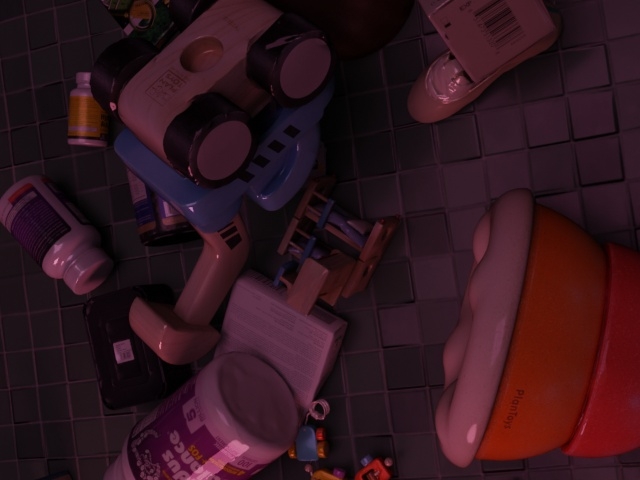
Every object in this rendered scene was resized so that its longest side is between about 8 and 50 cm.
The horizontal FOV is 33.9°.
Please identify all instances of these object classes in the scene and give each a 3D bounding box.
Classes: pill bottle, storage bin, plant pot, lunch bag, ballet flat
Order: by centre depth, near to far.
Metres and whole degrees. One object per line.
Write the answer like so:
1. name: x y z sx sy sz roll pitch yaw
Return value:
1. ballet flat: 0.211 -0.248 1.428 0.248 0.086 0.086 -35 77 20
2. plant pot: -0.007 -0.371 1.442 0.216 0.230 0.215 0 91 24
3. pill bottle: -0.186 0.307 1.548 0.301 0.169 0.169 -41 75 29
4. lunch bag: -0.033 -0.112 1.552 0.083 0.053 0.071 2 92 9
5. pill bottle: -0.234 -0.108 1.602 0.123 0.123 0.219 -14 85 23
6. storage bin: -0.287 0.166 1.648 0.122 0.084 0.180 -16 83 23
7. pill bottle: -0.373 -0.211 1.693 0.065 0.065 0.116 4 92 24
8. pill bottle: -0.424 -0.007 1.693 0.193 0.108 0.108 45 107 17

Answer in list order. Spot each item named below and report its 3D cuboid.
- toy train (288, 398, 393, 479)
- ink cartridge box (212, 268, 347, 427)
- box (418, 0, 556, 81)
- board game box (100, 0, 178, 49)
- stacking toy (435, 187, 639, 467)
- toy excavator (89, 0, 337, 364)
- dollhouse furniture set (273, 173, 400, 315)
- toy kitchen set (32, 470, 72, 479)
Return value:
1. toy train: 0.030 0.314 1.532 0.125 0.046 0.166 -46 76 16
2. ink cartridge box: -0.072 0.180 1.583 0.181 0.056 0.224 28 120 21
3. box: 0.181 -0.346 1.352 0.127 0.148 0.232 -33 49 14
4. board game box: -0.225 -0.425 1.648 0.260 0.030 0.136 -45 76 18
5. stacking toy: 0.398 0.152 1.275 0.480 0.350 0.350 14 96 5
6. toy excavator: -0.136 -0.071 1.422 0.433 0.445 0.222 -46 55 -11
7. dollhouse furniture set: 0.000 0.000 1.455 0.129 0.184 0.128 33 112 19
8. toy kitchen set: -0.545 0.402 1.741 0.207 0.122 0.166 -34 77 20
